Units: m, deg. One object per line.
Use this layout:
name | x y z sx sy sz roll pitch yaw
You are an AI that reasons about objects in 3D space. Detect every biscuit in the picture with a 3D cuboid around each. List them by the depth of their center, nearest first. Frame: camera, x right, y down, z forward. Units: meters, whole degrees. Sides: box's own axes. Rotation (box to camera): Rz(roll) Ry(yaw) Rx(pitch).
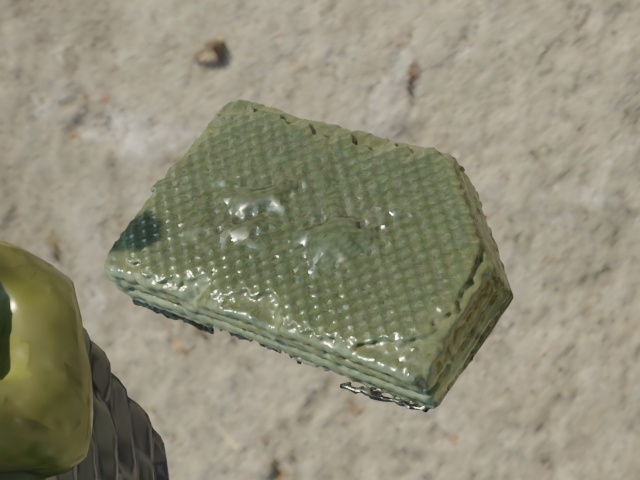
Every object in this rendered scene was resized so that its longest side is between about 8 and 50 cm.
biscuit | 0.000 0.000 0.945 0.252 0.150 0.052 19 151 38

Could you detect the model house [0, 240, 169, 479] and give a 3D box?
model house | -0.155 0.146 0.389 0.266 0.261 0.321 -46 40 39
